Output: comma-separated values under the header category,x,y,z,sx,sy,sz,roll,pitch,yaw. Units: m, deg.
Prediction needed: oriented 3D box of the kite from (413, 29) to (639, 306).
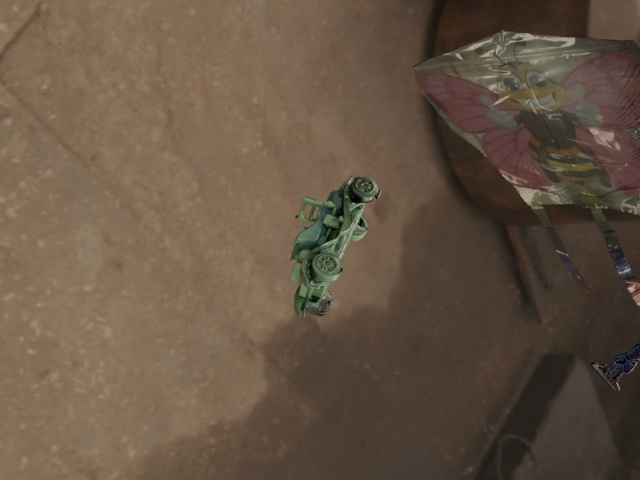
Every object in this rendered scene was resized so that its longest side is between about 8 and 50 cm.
category,x,y,z,sx,sy,sz,roll,pitch,yaw
kite,0.226,-0.039,0.804,0.360,0.204,0.022,48,61,-34

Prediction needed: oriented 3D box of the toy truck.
category,x,y,z,sx,sy,sz,roll,pitch,yaw
toy truck,0.001,-0.001,0.988,0.080,0.078,0.154,105,10,-52

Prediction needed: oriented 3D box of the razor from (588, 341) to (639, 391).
category,x,y,z,sx,sy,sz,roll,pitch,yaw
razor,0.349,0.107,0.976,0.044,0.154,0.028,46,41,-9
